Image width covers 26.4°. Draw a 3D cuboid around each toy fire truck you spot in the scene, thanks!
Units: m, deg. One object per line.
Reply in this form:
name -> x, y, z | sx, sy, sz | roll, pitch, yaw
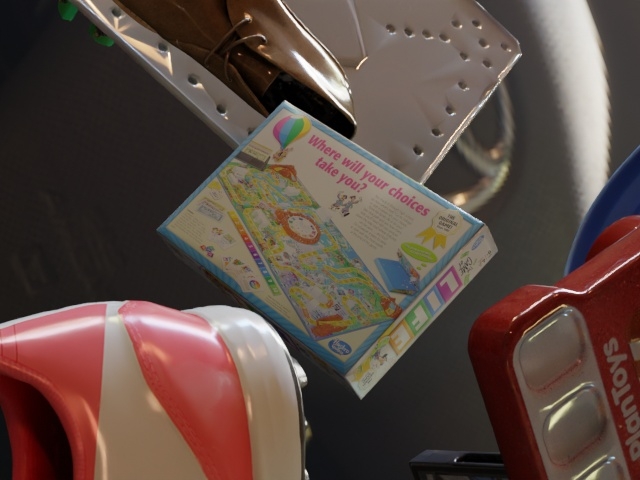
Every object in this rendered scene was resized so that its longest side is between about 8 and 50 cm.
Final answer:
toy fire truck -> 0.225, 0.133, 0.907 | 0.254, 0.169, 0.302 | -29, 114, -27

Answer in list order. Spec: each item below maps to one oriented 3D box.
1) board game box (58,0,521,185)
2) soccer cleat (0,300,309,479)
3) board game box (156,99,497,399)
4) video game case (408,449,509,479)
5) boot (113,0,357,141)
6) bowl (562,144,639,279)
board game box -> -0.018, -0.218, 1.411 | 0.390, 0.050, 0.390 | 42, 51, -4
soccer cleat -> -0.069, 0.178, 0.457 | 0.116, 0.109, 0.318 | 5, 80, -34
board game box -> 0.000, 0.000, 0.707 | 0.103, 0.154, 0.026 | -46, 142, -11
video game case -> 0.217, 0.328, 1.282 | 0.035, 0.248, 0.274 | -28, 101, -35
boot -> -0.077, -0.184, 1.177 | 0.305, 0.112, 0.115 | 37, 15, -29
bowl -> 0.396, 0.024, 1.214 | 0.077, 0.391, 0.391 | 37, 42, -34
